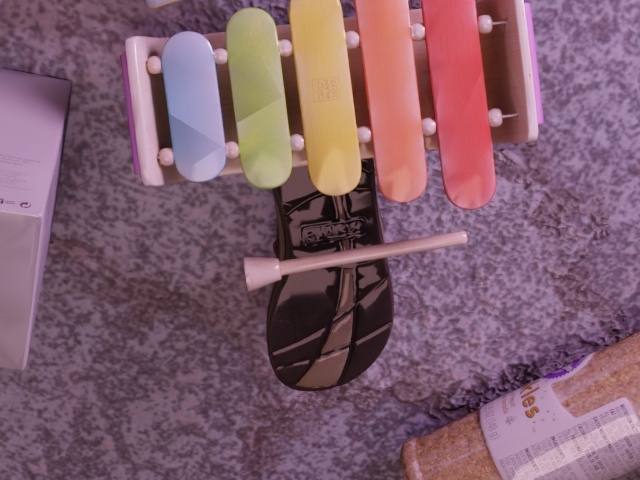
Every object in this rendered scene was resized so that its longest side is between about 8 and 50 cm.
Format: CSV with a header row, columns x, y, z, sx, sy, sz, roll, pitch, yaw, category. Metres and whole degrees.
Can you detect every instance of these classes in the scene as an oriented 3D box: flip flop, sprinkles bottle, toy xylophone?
x,y,z,sx,sy,sz,roll,pitch,yaw,category
0.000,0.000,1.114,0.112,0.080,0.277,-7,108,-5,flip flop
0.254,0.171,1.215,0.355,0.121,0.121,-29,121,14,sprinkles bottle
0.016,-0.088,1.004,0.322,0.081,0.236,-15,96,1,toy xylophone

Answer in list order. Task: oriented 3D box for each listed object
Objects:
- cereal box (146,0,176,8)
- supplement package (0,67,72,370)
x,y,z,sx,sy,sz,roll,pitch,yaw,category
-0.079,-0.296,0.892,0.173,0.047,0.240,-15,123,6,cereal box
-0.303,-0.029,0.988,0.194,0.203,0.149,9,123,-10,supplement package
